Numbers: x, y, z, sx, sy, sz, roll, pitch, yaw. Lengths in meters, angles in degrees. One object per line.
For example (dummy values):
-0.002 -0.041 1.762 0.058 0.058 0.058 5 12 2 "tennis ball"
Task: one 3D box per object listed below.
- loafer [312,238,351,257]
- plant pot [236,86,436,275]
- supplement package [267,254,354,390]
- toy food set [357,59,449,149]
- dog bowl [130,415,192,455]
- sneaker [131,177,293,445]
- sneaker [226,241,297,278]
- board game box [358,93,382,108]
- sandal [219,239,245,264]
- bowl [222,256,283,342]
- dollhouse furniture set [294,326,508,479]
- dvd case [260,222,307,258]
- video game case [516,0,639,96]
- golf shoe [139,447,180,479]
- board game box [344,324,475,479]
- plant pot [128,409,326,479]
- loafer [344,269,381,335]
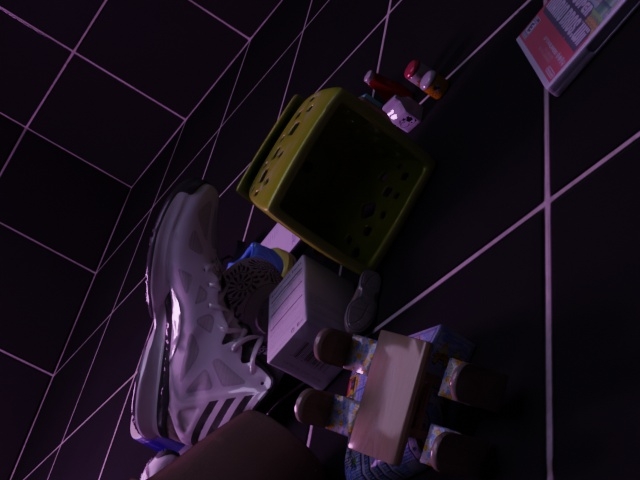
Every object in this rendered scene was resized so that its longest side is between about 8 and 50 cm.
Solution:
0.000 0.000 1.760 0.061 0.062 0.170 -67 19 -11 "loafer"
0.010 -0.103 1.583 0.228 0.227 0.207 -58 28 -5 "plant pot"
-0.013 0.127 1.534 0.105 0.105 0.179 -50 21 25 "supplement package"
0.121 -0.255 1.761 0.232 0.104 0.111 -40 27 44 "toy food set"
-0.264 0.292 1.921 0.265 0.104 0.265 -49 22 27 "dog bowl"
-0.151 0.129 1.622 0.169 0.257 0.448 -5 -77 -72 "sneaker"
-0.143 0.111 1.850 0.091 0.126 0.240 -14 48 65 "sneaker"
0.032 -0.202 1.994 0.160 0.047 0.210 -64 19 -14 "board game box"
-0.226 0.106 2.139 0.097 0.054 0.255 123 170 -68 "sandal"
-0.107 0.120 1.740 0.080 0.170 0.170 16 75 48 "bowl"
0.047 0.216 1.065 0.212 0.161 0.242 10 81 45 "dollhouse furniture set"
-0.094 0.029 2.008 0.253 0.022 0.180 -50 21 26 "dvd case"
0.392 -0.350 1.351 0.285 0.025 0.204 -50 21 24 "video game case"
-0.301 0.485 1.798 0.094 0.077 0.198 26 93 60 "golf shoe"
0.105 0.195 1.211 0.194 0.060 0.194 -42 26 43 "board game box"
-0.119 0.356 1.300 0.229 0.263 0.263 -49 14 -24 "plant pot"
0.063 0.101 1.492 0.039 0.045 0.125 116 177 -48 "loafer"
